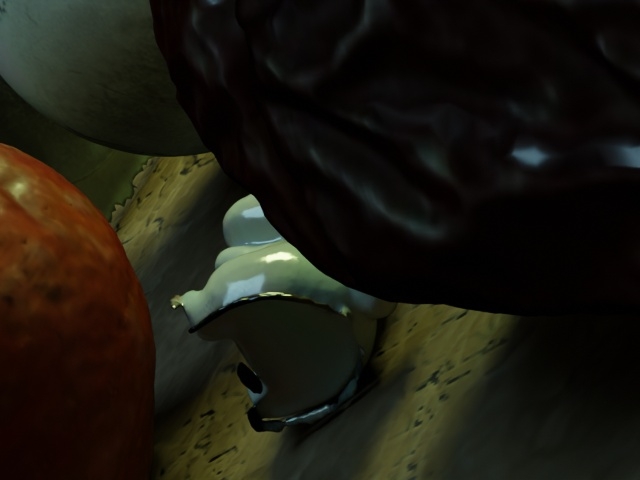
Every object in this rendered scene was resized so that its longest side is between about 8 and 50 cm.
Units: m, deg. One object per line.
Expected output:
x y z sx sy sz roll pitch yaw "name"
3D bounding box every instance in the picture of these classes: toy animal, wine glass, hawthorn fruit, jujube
-0.005 0.004 0.686 0.085 0.071 0.124 -40 20 30 "toy animal"
-0.104 -0.143 0.978 0.323 0.238 0.238 -18 36 57 "wine glass"
-0.182 0.088 0.705 0.242 0.242 0.271 -42 22 22 "hawthorn fruit"
0.081 -0.080 0.479 0.216 0.216 0.342 -52 24 -8 "jujube"
